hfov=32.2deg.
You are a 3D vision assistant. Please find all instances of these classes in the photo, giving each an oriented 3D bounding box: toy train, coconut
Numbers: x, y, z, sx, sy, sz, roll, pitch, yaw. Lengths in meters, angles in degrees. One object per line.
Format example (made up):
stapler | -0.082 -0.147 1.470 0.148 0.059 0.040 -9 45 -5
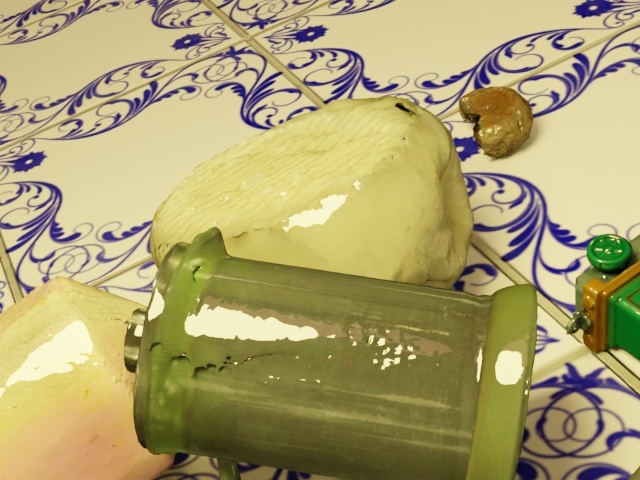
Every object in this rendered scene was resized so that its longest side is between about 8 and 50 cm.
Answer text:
toy train | 0.335 0.041 1.061 0.227 0.091 0.136 -29 46 -17
coconut | -0.245 0.152 1.053 0.245 0.233 0.233 -34 37 -18

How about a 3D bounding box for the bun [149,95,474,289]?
bun | 0.000 0.000 1.174 0.359 0.211 0.360 -20 24 10

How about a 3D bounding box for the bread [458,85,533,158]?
bread | 0.226 -0.149 1.398 0.082 0.060 0.113 -17 36 3

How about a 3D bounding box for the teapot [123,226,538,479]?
teapot | -0.002 0.139 0.940 0.337 0.270 0.200 9 8 7

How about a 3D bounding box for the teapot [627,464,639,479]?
teapot | 0.205 0.253 0.722 0.285 0.223 0.305 -37 40 -13
